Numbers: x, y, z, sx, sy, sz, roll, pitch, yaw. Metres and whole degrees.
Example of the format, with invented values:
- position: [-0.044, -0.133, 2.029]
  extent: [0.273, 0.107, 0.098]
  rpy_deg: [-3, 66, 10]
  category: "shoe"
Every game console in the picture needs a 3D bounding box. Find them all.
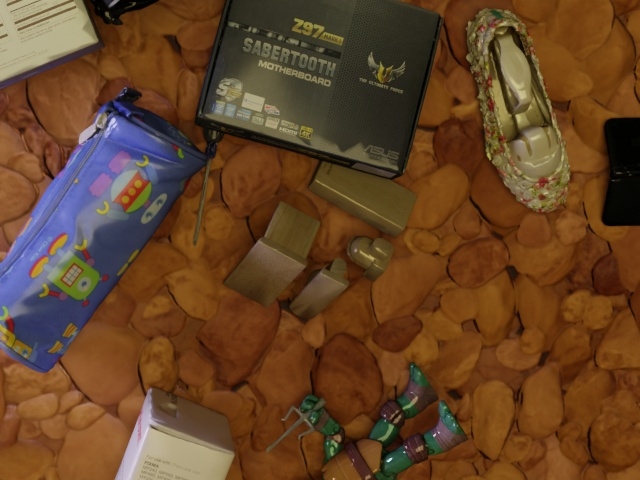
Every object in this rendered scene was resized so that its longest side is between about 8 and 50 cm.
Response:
- position: [0.382, -0.079, 1.567]
  extent: [0.122, 0.071, 0.107]
  rpy_deg: [-1, 67, -7]
  category: "game console"

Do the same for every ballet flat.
- position: [0.219, -0.139, 1.508]
  extent: [0.091, 0.077, 0.241]
  rpy_deg: [-23, 100, -4]
  category: "ballet flat"

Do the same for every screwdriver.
- position: [-0.125, -0.077, 1.509]
  extent: [0.024, 0.025, 0.170]
  rpy_deg: [9, 105, -8]
  category: "screwdriver"

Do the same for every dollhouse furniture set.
- position: [0.000, 0.000, 1.524]
  extent: [0.144, 0.123, 0.151]
  rpy_deg: [29, 58, -9]
  category: "dollhouse furniture set"

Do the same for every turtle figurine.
- position: [0.040, 0.244, 1.519]
  extent: [0.234, 0.118, 0.175]
  rpy_deg: [-35, 59, -3]
  category: "turtle figurine"

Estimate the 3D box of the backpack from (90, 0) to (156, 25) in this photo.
- position: [-0.135, -0.347, 1.368]
  extent: [0.253, 0.225, 0.191]
  rpy_deg: [-23, 104, -7]
  category: "backpack"

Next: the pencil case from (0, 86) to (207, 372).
- position: [-0.251, -0.011, 1.444]
  extent: [0.133, 0.119, 0.306]
  rpy_deg: [35, 92, -39]
  category: "pencil case"

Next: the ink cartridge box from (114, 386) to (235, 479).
- position: [-0.179, 0.297, 1.465]
  extent: [0.100, 0.172, 0.237]
  rpy_deg: [20, 94, -9]
  category: "ink cartridge box"

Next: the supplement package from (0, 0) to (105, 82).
- position: [-0.324, -0.263, 1.368]
  extent: [0.149, 0.194, 0.203]
  rpy_deg: [-23, 98, -4]
  category: "supplement package"

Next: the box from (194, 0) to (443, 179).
- position: [-0.002, -0.184, 1.470]
  extent: [0.232, 0.059, 0.183]
  rpy_deg: [16, 83, -9]
  category: "box"
